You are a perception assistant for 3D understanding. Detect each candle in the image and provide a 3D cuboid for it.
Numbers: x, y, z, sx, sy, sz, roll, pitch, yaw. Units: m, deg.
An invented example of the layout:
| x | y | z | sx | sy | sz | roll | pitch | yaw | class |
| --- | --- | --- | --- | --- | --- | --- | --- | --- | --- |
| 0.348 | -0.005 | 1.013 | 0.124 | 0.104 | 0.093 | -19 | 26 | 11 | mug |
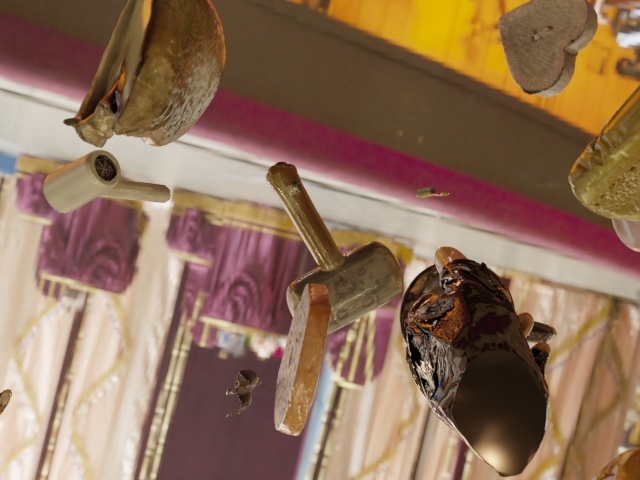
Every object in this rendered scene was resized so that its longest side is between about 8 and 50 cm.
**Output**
| x | y | z | sx | sy | sz | roll | pitch | yaw | class |
| --- | --- | --- | --- | --- | --- | --- | --- | --- | --- |
| 0.392 | -0.358 | 2.000 | 0.168 | 0.192 | 0.068 | 36 | -166 | 32 | candle |

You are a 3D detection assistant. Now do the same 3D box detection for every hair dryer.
| x | y | z | sx | sy | sz | roll | pitch | yaw | class |
| --- | --- | --- | --- | --- | --- | --- | --- | --- | --- |
| -0.339 | -0.089 | 1.924 | 0.131 | 0.073 | 0.236 | -22 | 159 | 37 | hair dryer |

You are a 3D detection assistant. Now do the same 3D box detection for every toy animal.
| x | y | z | sx | sy | sz | roll | pitch | yaw | class |
| --- | --- | --- | --- | --- | --- | --- | --- | --- | --- |
| -0.092 | 0.176 | 1.359 | 0.028 | 0.084 | 0.050 | 27 | -137 | 9 | toy animal |

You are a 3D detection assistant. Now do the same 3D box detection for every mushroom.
| x | y | z | sx | sy | sz | roll | pitch | yaw | class |
| --- | --- | --- | --- | --- | --- | --- | --- | --- | --- |
| -0.227 | -0.240 | 1.639 | 0.212 | 0.292 | 0.217 | 35 | 178 | -32 | mushroom |

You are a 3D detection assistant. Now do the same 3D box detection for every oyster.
| x | y | z | sx | sy | sz | roll | pitch | yaw | class |
| --- | --- | --- | --- | --- | --- | --- | --- | --- | --- |
| -0.421 | 0.219 | 1.415 | 0.019 | 0.083 | 0.054 | 28 | 142 | 11 | oyster |

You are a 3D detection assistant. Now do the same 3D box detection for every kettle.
| x | y | z | sx | sy | sz | roll | pitch | yaw | class |
| --- | --- | --- | --- | --- | --- | --- | --- | --- | --- |
| 0.333 | 0.162 | 2.345 | 0.321 | 0.228 | 0.324 | 9 | 179 | 10 | kettle |

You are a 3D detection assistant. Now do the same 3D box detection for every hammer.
| x | y | z | sx | sy | sz | roll | pitch | yaw | class |
| --- | --- | --- | --- | --- | --- | --- | --- | --- | --- |
| 0.000 | 0.000 | 1.876 | 0.202 | 0.305 | 0.113 | -29 | -161 | -5 | hammer |

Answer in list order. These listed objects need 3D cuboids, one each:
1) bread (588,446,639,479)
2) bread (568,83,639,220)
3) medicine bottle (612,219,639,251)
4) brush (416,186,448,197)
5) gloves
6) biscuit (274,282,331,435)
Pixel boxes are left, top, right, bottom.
| x | y | z | sx | sy | sz | roll | pitch | yaw | class |
| --- | --- | --- | --- | --- | --- | --- | --- | --- | --- |
| 0.412 | 0.403 | 1.507 | 0.166 | 0.132 | 0.294 | 14 | 135 | -12 | bread |
| 0.537 | -0.185 | 1.725 | 0.166 | 0.383 | 0.112 | 20 | -139 | -18 | bread |
| 0.661 | -0.063 | 2.043 | 0.249 | 0.133 | 0.133 | -12 | -168 | -31 | medicine bottle |
| 0.223 | -0.096 | 2.221 | 0.018 | 0.021 | 0.083 | 6 | 176 | -35 | brush |
| 0.133 | 0.090 | 0.955 | 0.124 | 0.164 | 0.203 | -19 | -168 | -1 | gloves |
| -0.017 | 0.119 | 1.105 | 0.029 | 0.142 | 0.221 | 12 | 150 | -6 | biscuit |
